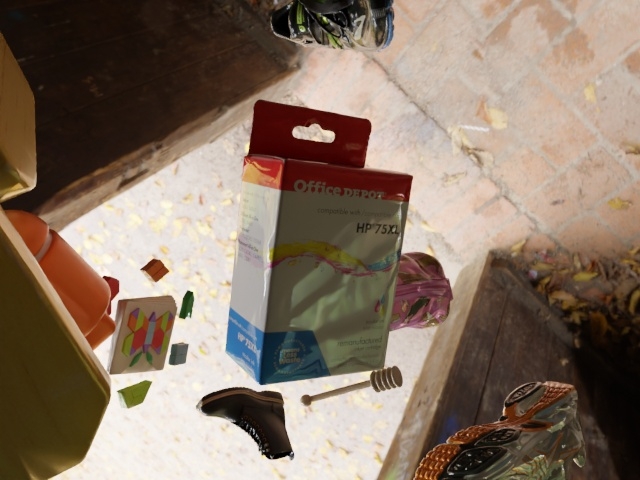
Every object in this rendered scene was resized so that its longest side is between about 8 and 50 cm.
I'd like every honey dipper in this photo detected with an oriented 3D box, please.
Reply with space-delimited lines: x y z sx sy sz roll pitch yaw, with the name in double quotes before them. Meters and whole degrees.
"honey dipper" 0.037 0.208 0.746 0.160 0.030 0.030 -21 108 26

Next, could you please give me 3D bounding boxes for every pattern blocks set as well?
"pattern blocks set" -0.339 0.179 1.020 0.026 0.325 0.286 9 98 18

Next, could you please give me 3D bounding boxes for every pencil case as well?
"pencil case" 0.060 0.104 0.909 0.167 0.386 0.160 41 121 38

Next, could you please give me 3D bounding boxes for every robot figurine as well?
"robot figurine" -0.346 0.053 0.635 0.128 0.158 0.219 -19 128 14

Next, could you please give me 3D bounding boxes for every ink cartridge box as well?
"ink cartridge box" 0.000 0.000 0.474 0.078 0.134 0.231 20 106 56

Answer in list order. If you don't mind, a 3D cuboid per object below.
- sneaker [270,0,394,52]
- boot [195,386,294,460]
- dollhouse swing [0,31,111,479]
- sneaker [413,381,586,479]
"sneaker" 0.009 -0.231 0.563 0.188 0.078 0.067 25 128 51
"boot" -0.139 0.367 1.046 0.077 0.197 0.137 -51 44 33
"dollhouse swing" -0.359 0.015 0.390 0.315 0.346 0.305 51 163 49
"sneaker" 0.227 0.269 0.616 0.099 0.262 0.121 -23 88 62
